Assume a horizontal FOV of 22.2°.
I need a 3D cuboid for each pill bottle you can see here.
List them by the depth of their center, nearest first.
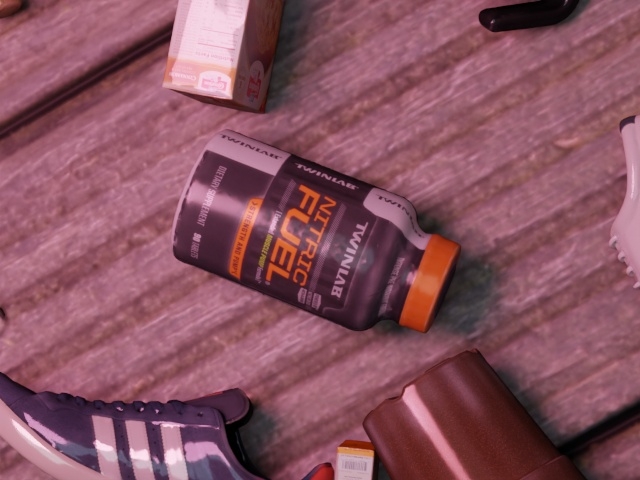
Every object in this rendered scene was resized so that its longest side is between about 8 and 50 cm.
[{"bbox_3d":[0.000,0.000,1.469,0.245,0.130,0.130,21,92,8],"label":"pill bottle"}]

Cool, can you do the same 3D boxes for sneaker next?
[{"bbox_3d":[0.307,0.010,1.451,0.091,0.094,0.258,-1,86,30],"label":"sneaker"},{"bbox_3d":[-0.147,0.181,1.501,0.350,0.131,0.148,28,87,3],"label":"sneaker"}]

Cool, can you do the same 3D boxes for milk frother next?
[{"bbox_3d":[0.170,-0.272,1.469,0.134,0.129,0.143,-14,53,-25],"label":"milk frother"}]

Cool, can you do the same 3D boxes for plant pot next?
[{"bbox_3d":[0.132,0.195,1.438,0.167,0.167,0.165,-34,76,7],"label":"plant pot"}]

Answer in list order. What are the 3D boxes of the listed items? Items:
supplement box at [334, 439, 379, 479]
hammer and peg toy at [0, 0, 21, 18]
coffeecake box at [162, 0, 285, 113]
[{"bbox_3d":[0.032,0.236,1.495,0.036,0.062,0.099,5,91,8],"label":"supplement box"},{"bbox_3d":[-0.373,-0.259,1.464,0.361,0.266,0.127,-27,85,9],"label":"hammer and peg toy"},{"bbox_3d":[-0.078,-0.216,1.478,0.068,0.142,0.186,11,91,9],"label":"coffeecake box"}]
